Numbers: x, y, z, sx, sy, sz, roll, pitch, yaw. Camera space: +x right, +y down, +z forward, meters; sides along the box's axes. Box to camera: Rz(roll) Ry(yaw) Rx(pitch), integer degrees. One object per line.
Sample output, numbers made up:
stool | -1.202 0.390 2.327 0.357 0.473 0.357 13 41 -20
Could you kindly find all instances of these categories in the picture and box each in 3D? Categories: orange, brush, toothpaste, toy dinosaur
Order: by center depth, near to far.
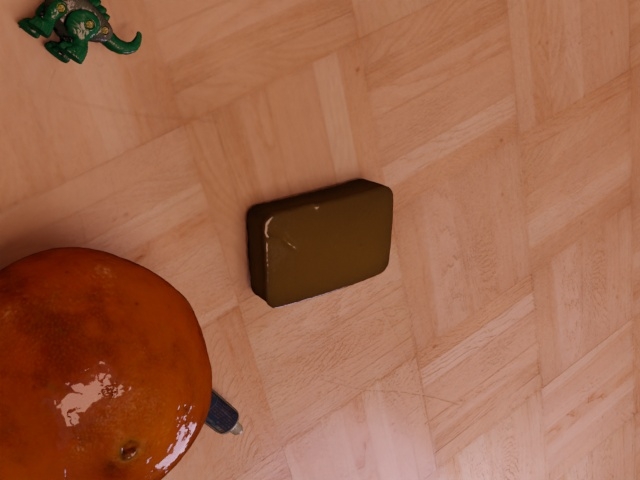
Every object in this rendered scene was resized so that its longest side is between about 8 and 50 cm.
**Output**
toy dinosaur | -0.224 -0.218 0.893 0.132 0.059 0.096 37 80 -35
orange | -0.242 0.146 0.932 0.284 0.226 0.283 -20 128 -28
toothpaste | -0.153 0.187 1.152 0.057 0.035 0.197 -55 131 -17
brush | 0.000 0.000 1.173 0.197 0.059 0.123 -16 116 -34
